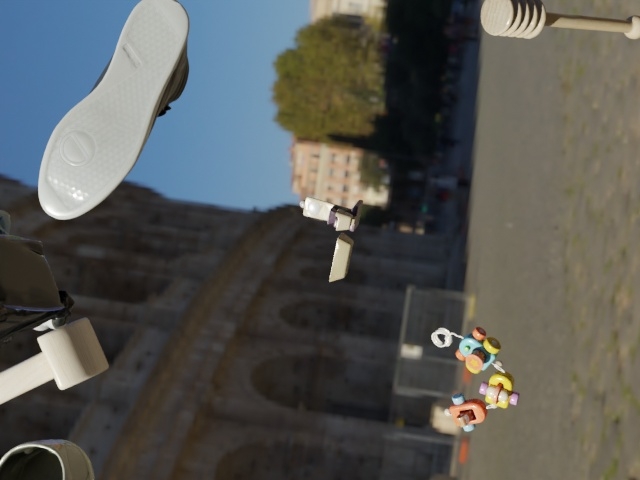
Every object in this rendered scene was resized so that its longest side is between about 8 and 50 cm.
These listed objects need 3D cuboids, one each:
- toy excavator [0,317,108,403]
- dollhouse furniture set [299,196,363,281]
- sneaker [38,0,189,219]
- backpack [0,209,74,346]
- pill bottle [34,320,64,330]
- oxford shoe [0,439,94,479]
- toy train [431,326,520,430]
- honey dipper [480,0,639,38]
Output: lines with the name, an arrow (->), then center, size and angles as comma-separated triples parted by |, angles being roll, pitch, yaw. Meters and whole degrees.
toy excavator -> -0.545, 0.257, 1.742 | 0.445, 0.432, 0.222 | -22, 92, 64
dollhouse furniture set -> 0.000, 0.000, 1.626 | 0.091, 0.081, 0.114 | -52, -25, -70
sneaker -> -0.241, -0.149, 1.500 | 0.296, 0.104, 0.147 | -62, -2, -5
backpack -> -0.220, 0.030, 0.689 | 0.084, 0.114, 0.105 | 67, -165, 9
pill bottle -> -0.308, 0.071, 1.293 | 0.043, 0.083, 0.043 | -36, -47, -53
oxford shoe -> -0.381, 0.460, 1.572 | 0.130, 0.169, 0.450 | 61, -156, -57
toy train -> 0.217, 0.207, 1.767 | 0.046, 0.125, 0.166 | -46, -58, -56
honey dipper -> 0.182, -0.157, 0.881 | 0.030, 0.160, 0.031 | 3, 93, 52
